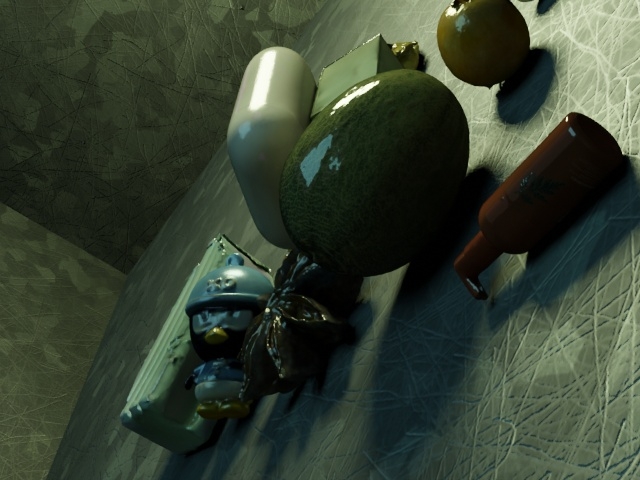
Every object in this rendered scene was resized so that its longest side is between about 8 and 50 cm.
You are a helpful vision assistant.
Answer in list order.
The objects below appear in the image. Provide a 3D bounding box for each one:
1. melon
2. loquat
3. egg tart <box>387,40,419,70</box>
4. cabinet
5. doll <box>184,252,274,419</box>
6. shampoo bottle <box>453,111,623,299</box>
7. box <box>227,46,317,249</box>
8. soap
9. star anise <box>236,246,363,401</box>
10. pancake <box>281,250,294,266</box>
[{"bbox_3d":[0.083,-0.098,1.560,0.329,0.248,0.248,-53,13,-14],"label":"melon"},{"bbox_3d":[0.248,-0.305,1.644,0.137,0.163,0.163,-41,10,-15],"label":"loquat"},{"bbox_3d":[0.094,-0.312,2.220,0.297,0.132,0.297,-50,13,15],"label":"egg tart"},{"bbox_3d":[0.086,-0.251,1.981,0.150,0.145,0.206,-29,26,22],"label":"cabinet"},{"bbox_3d":[-0.166,0.168,1.967,0.177,0.141,0.314,-7,62,16],"label":"doll"},{"bbox_3d":[0.241,-0.038,1.248,0.244,0.085,0.085,-52,16,31],"label":"shampoo bottle"},{"bbox_3d":[-0.067,-0.173,1.975,0.141,0.288,0.349,-9,36,12],"label":"box"},{"bbox_3d":[-0.235,0.198,2.175,0.261,0.156,0.446,-40,23,58],"label":"soap"},{"bbox_3d":[-0.031,0.122,1.755,0.332,0.117,0.331,-44,27,29],"label":"star anise"},{"bbox_3d":[0.000,0.000,2.018,0.257,0.056,0.212,-43,26,23],"label":"pancake"}]
